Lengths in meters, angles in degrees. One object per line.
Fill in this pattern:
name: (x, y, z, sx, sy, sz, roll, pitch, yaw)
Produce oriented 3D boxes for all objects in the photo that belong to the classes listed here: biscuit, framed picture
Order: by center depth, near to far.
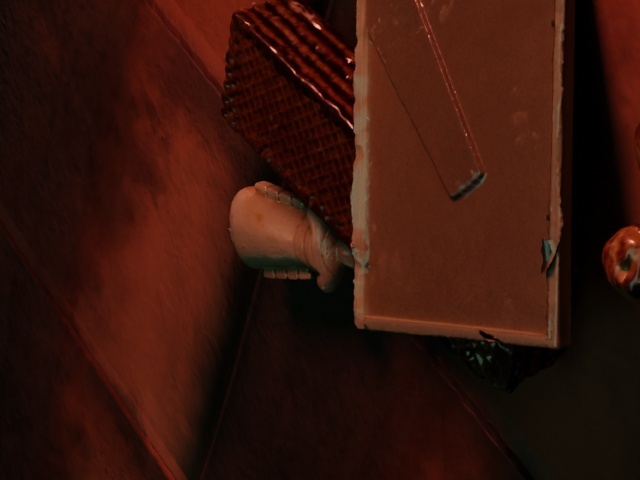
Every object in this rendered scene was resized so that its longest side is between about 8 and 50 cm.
framed picture: (0.094, -0.069, 1.361, 0.209, 0.019, 0.281, 5, 95, 47)
biscuit: (0.054, -0.044, 1.492, 0.388, 0.073, 0.107, 46, 142, 37)

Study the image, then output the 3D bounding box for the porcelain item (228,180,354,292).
porcelain item: (0.000, 0.000, 1.618, 0.213, 0.054, 0.084, 12, 119, 57)

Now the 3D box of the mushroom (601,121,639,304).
mushroom: (0.253, 0.017, 1.122, 0.138, 0.194, 0.231, -21, 55, 22)
